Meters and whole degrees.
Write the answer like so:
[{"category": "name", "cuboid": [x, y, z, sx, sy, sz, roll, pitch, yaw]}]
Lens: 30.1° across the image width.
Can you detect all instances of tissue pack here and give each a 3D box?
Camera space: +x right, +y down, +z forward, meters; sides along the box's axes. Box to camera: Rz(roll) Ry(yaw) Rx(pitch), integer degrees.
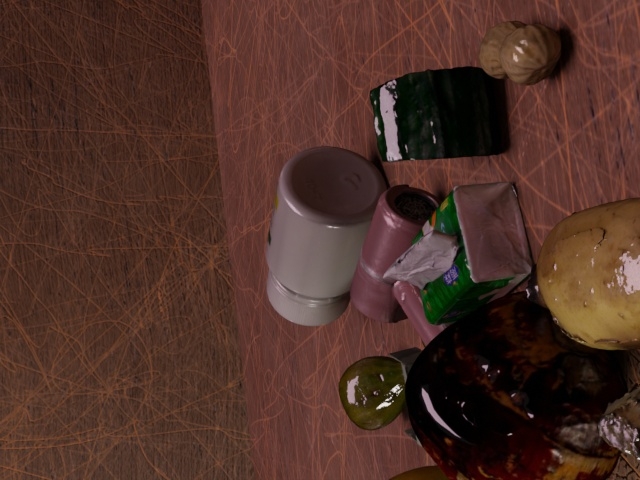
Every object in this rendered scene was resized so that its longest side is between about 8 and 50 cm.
[{"category": "tissue pack", "cuboid": [0.195, 0.025, 1.749, 0.209, 0.156, 0.148, 124, 136, -65]}]

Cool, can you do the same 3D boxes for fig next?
[{"category": "fig", "cuboid": [0.128, 0.271, 2.206, 0.126, 0.184, 0.133, 27, -137, -62]}]

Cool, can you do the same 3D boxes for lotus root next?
[{"category": "lotus root", "cuboid": [0.364, 0.184, 1.230, 0.143, 0.144, 0.070, -152, 67, -62]}, {"category": "lotus root", "cuboid": [0.326, 0.038, 1.283, 0.284, 0.146, 0.160, -15, 61, 60]}]

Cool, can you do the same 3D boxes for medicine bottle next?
[{"category": "medicine bottle", "cuboid": [0.000, 0.000, 2.337, 0.340, 0.208, 0.208, 104, 156, -49]}]

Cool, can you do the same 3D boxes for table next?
[{"category": "table", "cuboid": [0.180, 0.268, 2.003, 0.175, 0.062, 0.146, -162, 58, -75]}]

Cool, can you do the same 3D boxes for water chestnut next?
[{"category": "water chestnut", "cuboid": [0.246, 0.204, 1.462, 0.244, 0.289, 0.289, 49, -156, -58]}]

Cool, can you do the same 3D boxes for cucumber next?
[{"category": "cucumber", "cuboid": [0.173, -0.180, 1.756, 0.191, 0.191, 0.130, 176, 91, -75]}]

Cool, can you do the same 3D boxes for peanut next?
[{"category": "peanut", "cuboid": [0.260, -0.249, 1.576, 0.187, 0.082, 0.082, -142, 49, -70]}]

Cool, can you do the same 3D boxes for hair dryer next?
[{"category": "hair dryer", "cuboid": [0.175, 0.094, 1.916, 0.352, 0.125, 0.210, 59, 144, 42]}]

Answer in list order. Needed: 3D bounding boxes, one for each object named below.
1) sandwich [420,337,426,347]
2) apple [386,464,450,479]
[{"category": "sandwich", "cuboid": [0.195, 0.158, 2.030, 0.101, 0.026, 0.069, -137, 49, -64]}, {"category": "apple", "cuboid": [0.196, 0.495, 1.621, 0.384, 0.374, 0.374, 56, 166, -7]}]
